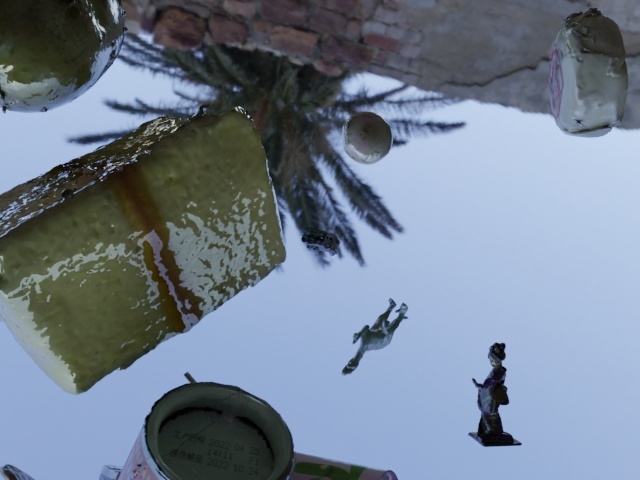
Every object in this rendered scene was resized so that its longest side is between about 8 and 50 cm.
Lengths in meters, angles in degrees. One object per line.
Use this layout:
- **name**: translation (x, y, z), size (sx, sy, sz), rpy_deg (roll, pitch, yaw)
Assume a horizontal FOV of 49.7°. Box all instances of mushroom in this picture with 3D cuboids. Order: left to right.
- **mushroom**: translation (0.071, -0.158, 1.072), size (0.083, 0.067, 0.084), rpy_deg (1, -96, -14)

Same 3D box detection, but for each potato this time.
- **potato**: translation (-0.423, -0.318, 1.052), size (0.269, 0.219, 0.359), rpy_deg (-34, -146, -3)

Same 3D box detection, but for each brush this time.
- **brush**: translation (-0.195, 0.249, 1.142), size (0.084, 0.013, 0.016), rpy_deg (51, -162, -3)

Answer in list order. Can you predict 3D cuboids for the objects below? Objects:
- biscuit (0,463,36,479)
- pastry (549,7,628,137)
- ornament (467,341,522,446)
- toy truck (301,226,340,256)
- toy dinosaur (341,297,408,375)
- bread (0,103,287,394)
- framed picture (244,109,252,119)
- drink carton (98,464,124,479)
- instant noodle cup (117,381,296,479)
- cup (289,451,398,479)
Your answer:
- **biscuit**: translation (-0.486, 0.490, 1.260), size (0.247, 0.118, 0.029), rpy_deg (44, -109, -11)
- **pastry**: translation (0.559, -0.347, 1.453), size (0.133, 0.265, 0.265), rpy_deg (-1, -143, 8)
- **ornament**: translation (0.336, 0.303, 1.368), size (0.081, 0.203, 0.088), rpy_deg (-5, -175, -13)
- **toy truck**: translation (0.000, 0.000, 1.394), size (0.083, 0.039, 0.044), rpy_deg (14, -110, 27)
- **toy dinosaur**: translation (0.121, 0.189, 1.386), size (0.053, 0.167, 0.242), rpy_deg (31, -174, 18)
- **bread**: translation (-0.205, -0.042, 0.632), size (0.263, 0.198, 0.236), rpy_deg (-33, -128, -26)
- **framed picture**: translation (-0.211, -0.169, 1.198), size (0.168, 0.023, 0.128), rpy_deg (-3, -140, 43)
- **drink carton**: translation (-0.311, 0.497, 1.146), size (0.134, 0.101, 0.222), rpy_deg (18, -107, -31)
- **instant noodle cup**: translation (-0.115, 0.248, 0.615), size (0.193, 0.212, 0.193), rpy_deg (17, -152, -9)
- **cup**: translation (0.016, 0.564, 1.427), size (0.273, 0.253, 0.253), rpy_deg (-3, -151, 25)
